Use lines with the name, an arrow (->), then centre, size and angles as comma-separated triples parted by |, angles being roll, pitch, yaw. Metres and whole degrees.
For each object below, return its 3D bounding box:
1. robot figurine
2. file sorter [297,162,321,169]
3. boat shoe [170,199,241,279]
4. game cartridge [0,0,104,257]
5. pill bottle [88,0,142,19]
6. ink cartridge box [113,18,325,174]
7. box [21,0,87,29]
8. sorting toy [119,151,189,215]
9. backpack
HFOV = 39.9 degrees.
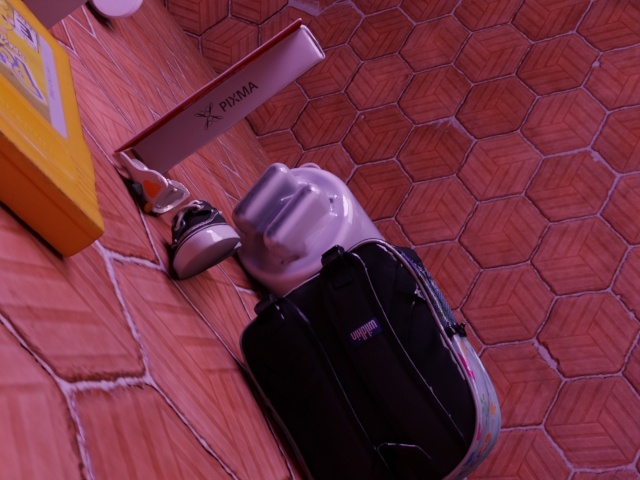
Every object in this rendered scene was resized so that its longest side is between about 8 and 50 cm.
robot figurine -> -0.003, 0.020, 1.408 | 0.300, 0.200, 0.353 | 38, -7, 34
file sorter -> 0.000, 0.000, 1.837 | 0.193, 0.173, 0.278 | 58, 4, 32
boat shoe -> -0.137, -0.005, 0.983 | 0.070, 0.077, 0.219 | 56, -4, 0
game cartridge -> -0.287, -0.169, 0.691 | 0.285, 0.052, 0.324 | 52, 4, -40
pill bottle -> -0.380, -0.468, 1.637 | 0.108, 0.108, 0.180 | 53, 5, -24
ink cartridge box -> -0.119, -0.177, 1.130 | 0.060, 0.275, 0.239 | 55, 4, -10
box -> -0.353, -0.364, 0.962 | 0.149, 0.126, 0.232 | 58, 4, 37
sorting toy -> -0.199, -0.070, 1.013 | 0.075, 0.045, 0.083 | 48, 3, 9
backpack -> 0.064, 0.155, 0.937 | 0.254, 0.225, 0.191 | 61, 15, 24
